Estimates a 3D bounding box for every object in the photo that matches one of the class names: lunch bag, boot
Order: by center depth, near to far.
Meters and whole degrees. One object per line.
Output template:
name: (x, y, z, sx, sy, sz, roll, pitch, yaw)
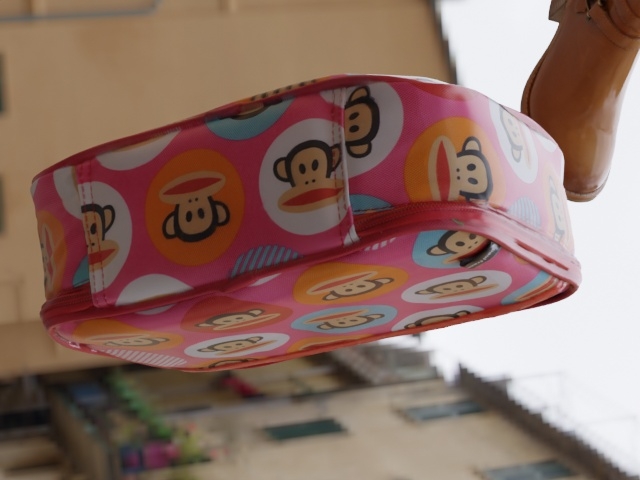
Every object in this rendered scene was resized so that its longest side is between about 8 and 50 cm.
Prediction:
lunch bag: (0.000, 0.000, 1.176, 0.293, 0.258, 0.120, -13, -106, 24)
boot: (0.206, -0.137, 1.388, 0.152, 0.073, 0.197, 140, -43, -63)
